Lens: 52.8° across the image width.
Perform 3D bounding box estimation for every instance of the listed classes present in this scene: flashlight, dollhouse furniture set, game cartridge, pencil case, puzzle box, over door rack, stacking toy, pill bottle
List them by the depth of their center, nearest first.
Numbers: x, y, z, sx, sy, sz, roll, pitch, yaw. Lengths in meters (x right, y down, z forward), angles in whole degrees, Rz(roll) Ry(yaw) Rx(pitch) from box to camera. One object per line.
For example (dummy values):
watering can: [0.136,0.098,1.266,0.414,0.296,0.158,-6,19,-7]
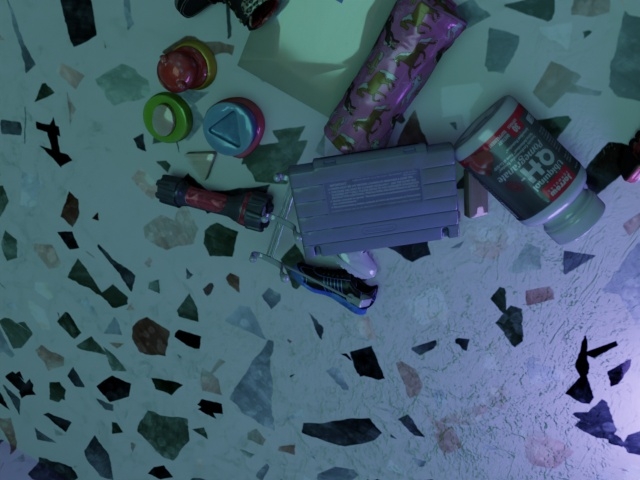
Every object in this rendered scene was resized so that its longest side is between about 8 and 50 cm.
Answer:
pencil case: [0.157,-0.350,1.391,0.160,0.167,0.386,21,120,-18]
pill bottle: [0.452,-0.143,1.391,0.318,0.176,0.176,43,118,-5]
game cartridge: [0.121,-0.089,1.421,0.355,0.068,0.230,-8,116,4]
puzzle box: [0.012,-0.507,1.432,0.272,0.052,0.409,31,119,2]
dollhouse furniture set: [0.298,-0.130,1.529,0.151,0.123,0.144,-13,114,-15]
over door rack: [0.000,0.000,1.552,0.324,0.108,0.239,22,106,11]
stacking toy: [-0.316,-0.295,1.586,0.309,0.130,0.279,46,118,-6]
flashlight: [-0.278,-0.105,1.676,0.304,0.103,0.103,15,118,9]

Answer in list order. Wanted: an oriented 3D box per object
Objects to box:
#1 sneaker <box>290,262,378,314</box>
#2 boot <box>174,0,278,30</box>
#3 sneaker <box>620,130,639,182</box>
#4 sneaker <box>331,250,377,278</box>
sneaker: [0.040,0.104,1.690,0.232,0.081,0.090,27,116,-4]
boot: [-0.211,-0.534,1.435,0.236,0.085,0.178,-34,76,25]
sneaker: [0.750,-0.240,1.309,0.136,0.116,0.313,20,125,-4]
sneaker: [0.065,0.000,1.632,0.235,0.090,0.095,43,109,-6]
